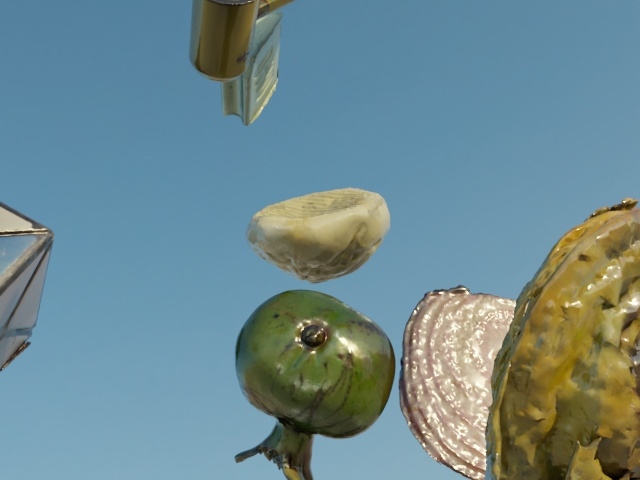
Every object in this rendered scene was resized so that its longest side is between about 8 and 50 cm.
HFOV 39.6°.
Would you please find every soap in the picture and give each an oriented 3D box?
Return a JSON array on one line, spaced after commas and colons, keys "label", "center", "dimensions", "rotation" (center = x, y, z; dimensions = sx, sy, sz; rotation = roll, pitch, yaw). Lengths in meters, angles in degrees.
[{"label": "soap", "center": [-0.112, -0.283, 1.434], "dimensions": [0.063, 0.114, 0.198], "rotation": [26, -20, 6]}]

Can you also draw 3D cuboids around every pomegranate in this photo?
[{"label": "pomegranate", "center": [-0.017, 0.147, 0.851], "dimensions": [0.131, 0.152, 0.191], "rotation": [-3, -61, -65]}]

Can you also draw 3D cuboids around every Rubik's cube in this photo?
[{"label": "Rubik's cube", "center": [-0.680, 0.096, 1.525], "dimensions": [0.307, 0.305, 0.310], "rotation": [27, -48, 3]}]

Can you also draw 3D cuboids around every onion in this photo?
[{"label": "onion", "center": [0.209, 0.188, 1.045], "dimensions": [0.250, 0.247, 0.111], "rotation": [10, -35, -1]}]

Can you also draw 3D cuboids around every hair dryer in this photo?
[{"label": "hair dryer", "center": [-0.073, -0.338, 1.279], "dimensions": [0.279, 0.090, 0.135], "rotation": [-37, -27, -37]}]

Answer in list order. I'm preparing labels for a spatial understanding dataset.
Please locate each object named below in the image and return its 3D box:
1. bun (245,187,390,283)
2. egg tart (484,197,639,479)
[{"label": "bun", "center": [0.000, 0.000, 1.104], "dimensions": [0.183, 0.102, 0.183], "rotation": [-10, 11, 2]}, {"label": "egg tart", "center": [0.232, 0.117, 0.682], "dimensions": [0.297, 0.132, 0.297], "rotation": [-28, -51, -39]}]
